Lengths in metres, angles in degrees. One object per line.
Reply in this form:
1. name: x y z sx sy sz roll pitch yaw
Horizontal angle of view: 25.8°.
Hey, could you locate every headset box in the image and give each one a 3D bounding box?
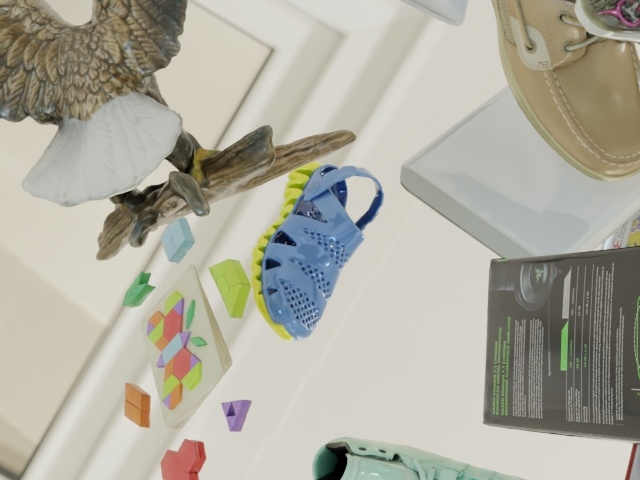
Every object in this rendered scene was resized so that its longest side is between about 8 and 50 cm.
1. headset box: 0.282 0.080 0.995 0.283 0.246 0.131 169 -75 -66

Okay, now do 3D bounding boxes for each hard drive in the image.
1. hard drive: 0.262 -0.095 1.493 0.307 0.203 0.040 -37 151 -30

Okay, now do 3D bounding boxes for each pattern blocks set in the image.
1. pattern blocks set: -0.176 0.138 1.776 0.285 0.026 0.325 -58 -138 23

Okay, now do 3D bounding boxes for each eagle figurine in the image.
1. eagle figurine: -0.155 -0.143 0.909 0.226 0.298 0.225 -29 -174 -38

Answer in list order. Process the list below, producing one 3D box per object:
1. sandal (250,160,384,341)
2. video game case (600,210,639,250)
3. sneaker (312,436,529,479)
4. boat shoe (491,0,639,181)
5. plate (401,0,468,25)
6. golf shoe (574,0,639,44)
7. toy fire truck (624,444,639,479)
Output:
1. sandal: 0.000 0.000 1.936 0.138 0.126 0.317 -12 -134 32
2. video game case: 0.492 0.014 1.860 0.026 0.227 0.206 -24 128 -78
3. sneaker: 0.098 0.245 1.282 0.256 0.151 0.094 10 -94 52
4. boat shoe: 0.230 -0.216 1.322 0.122 0.341 0.110 -26 180 -15
5. plate: 0.064 -0.398 1.515 0.045 0.278 0.277 -5 -106 52
6. golf shoe: 0.249 -0.176 1.083 0.186 0.067 0.086 -17 165 -44
7. toy fire truck: 0.375 0.273 1.214 0.254 0.169 0.302 5 -115 34
